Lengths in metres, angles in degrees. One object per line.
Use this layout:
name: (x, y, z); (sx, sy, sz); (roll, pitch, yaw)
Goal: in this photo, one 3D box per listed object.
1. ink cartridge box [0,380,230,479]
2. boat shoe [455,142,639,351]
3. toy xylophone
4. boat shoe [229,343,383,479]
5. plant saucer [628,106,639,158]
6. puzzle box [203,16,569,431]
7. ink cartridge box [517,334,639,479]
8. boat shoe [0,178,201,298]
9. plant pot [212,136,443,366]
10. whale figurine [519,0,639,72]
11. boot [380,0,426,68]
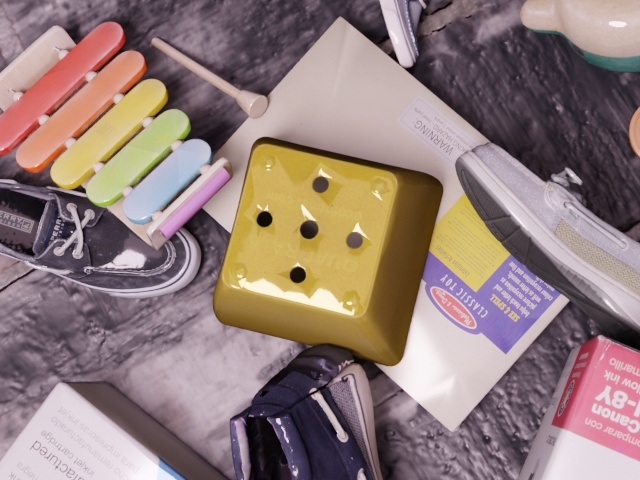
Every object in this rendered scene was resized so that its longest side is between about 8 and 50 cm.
ink cartridge box: (-0.263, 0.388, 1.204); (0.285, 0.166, 0.395); (36, 88, 10)
boat shoe: (0.277, 0.003, 1.176); (0.320, 0.118, 0.103); (40, 82, 5)
toy xylophone: (-0.211, -0.132, 1.265); (0.323, 0.081, 0.236); (30, 73, 25)
boat shoe: (-0.001, 0.290, 1.151); (0.127, 0.158, 0.340); (-10, 100, 34)
plant saucer: (0.389, -0.122, 1.278); (0.083, 0.013, 0.083); (-1, 82, 6)
puzzle box: (0.084, -0.020, 1.278); (0.409, 0.052, 0.272); (42, 88, 9)
ink cartridge box: (0.255, 0.302, 1.102); (0.160, 0.279, 0.384); (22, 85, 9)
boat shoe: (-0.287, -0.010, 1.290); (0.301, 0.102, 0.108); (17, 85, 8)
plant pot: (0.000, 0.000, 1.164); (0.212, 0.187, 0.212); (14, 84, 8)
whale figurine: (0.314, -0.295, 1.267); (0.216, 0.141, 0.272); (-40, 56, 0)
boot: (0.107, -0.295, 1.301); (0.086, 0.069, 0.190); (-14, 80, 7)
